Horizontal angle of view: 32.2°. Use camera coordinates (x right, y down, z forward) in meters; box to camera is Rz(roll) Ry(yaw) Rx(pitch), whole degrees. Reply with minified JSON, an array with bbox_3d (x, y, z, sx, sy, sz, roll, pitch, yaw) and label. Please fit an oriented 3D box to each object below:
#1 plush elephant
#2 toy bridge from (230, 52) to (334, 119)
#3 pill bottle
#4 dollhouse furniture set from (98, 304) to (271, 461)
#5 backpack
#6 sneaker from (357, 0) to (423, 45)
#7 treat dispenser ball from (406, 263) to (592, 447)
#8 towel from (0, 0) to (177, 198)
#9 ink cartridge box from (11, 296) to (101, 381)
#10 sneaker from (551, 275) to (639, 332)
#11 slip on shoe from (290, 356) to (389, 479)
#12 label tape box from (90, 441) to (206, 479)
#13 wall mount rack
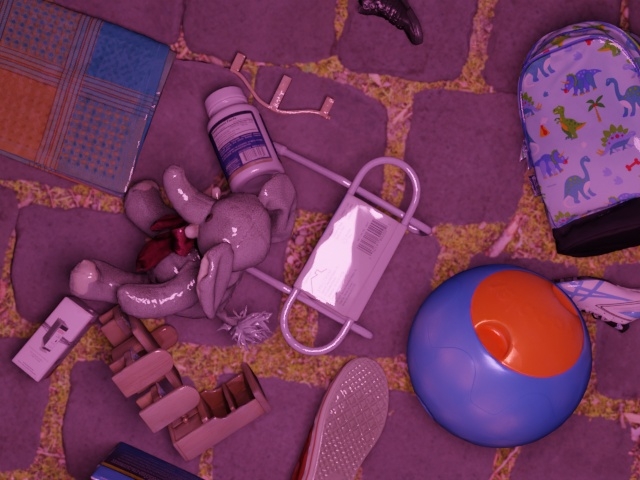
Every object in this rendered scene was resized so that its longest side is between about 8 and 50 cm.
[{"bbox_3d":[-0.180,0.001,1.683,0.330,0.255,0.272,33,42,3],"label":"plush elephant"},{"bbox_3d":[-0.067,-0.247,1.868,0.188,0.026,0.063,26,90,-2],"label":"toy bridge"},{"bbox_3d":[-0.130,-0.164,1.815,0.094,0.094,0.169,-22,70,-3],"label":"pill bottle"},{"bbox_3d":[-0.215,0.203,1.762,0.161,0.212,0.242,-32,117,-2],"label":"dollhouse furniture set"},{"bbox_3d":[0.457,-0.177,1.784,0.290,0.273,0.355,-15,73,35],"label":"backpack"},{"bbox_3d":[0.102,-0.394,1.871,0.089,0.051,0.170,-23,85,-3],"label":"sneaker"},{"bbox_3d":[0.280,0.181,1.744,0.288,0.288,0.288,0,88,-3],"label":"treat dispenser ball"},{"bbox_3d":[-0.452,-0.256,1.844,0.370,0.040,0.271,20,87,-1],"label":"towel"},{"bbox_3d":[-0.427,0.157,1.801,0.056,0.099,0.135,39,86,0],"label":"ink cartridge box"},{"bbox_3d":[0.475,0.107,1.857,0.237,0.085,0.086,8,83,-1],"label":"sneaker"},{"bbox_3d":[0.017,0.345,1.820,0.123,0.101,0.331,26,74,-24],"label":"slip on shoe"},{"bbox_3d":[-0.234,0.424,1.679,0.249,0.348,0.115,26,87,-2],"label":"label tape box"},{"bbox_3d":[0.000,0.000,1.821,0.304,0.130,0.350,30,87,-5],"label":"wall mount rack"}]
